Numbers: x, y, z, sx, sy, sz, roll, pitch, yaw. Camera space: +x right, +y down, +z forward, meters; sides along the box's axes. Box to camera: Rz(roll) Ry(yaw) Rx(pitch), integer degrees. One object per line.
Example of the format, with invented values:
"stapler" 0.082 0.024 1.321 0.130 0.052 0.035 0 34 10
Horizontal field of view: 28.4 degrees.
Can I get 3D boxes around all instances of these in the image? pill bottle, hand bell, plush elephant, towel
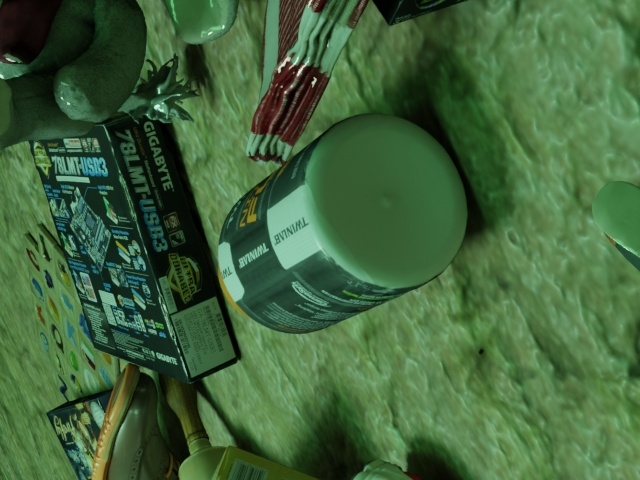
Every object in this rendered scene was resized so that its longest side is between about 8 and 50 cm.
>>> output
"pill bottle" 0.000 0.000 0.976 0.130 0.130 0.245 66 152 4
"hand bell" -0.145 0.222 1.449 0.126 0.126 0.242 103 148 -48
"plush elephant" -0.209 -0.232 1.076 0.272 0.330 0.255 38 117 41
"towel" 0.008 -0.223 0.782 0.329 0.037 0.237 120 157 -57

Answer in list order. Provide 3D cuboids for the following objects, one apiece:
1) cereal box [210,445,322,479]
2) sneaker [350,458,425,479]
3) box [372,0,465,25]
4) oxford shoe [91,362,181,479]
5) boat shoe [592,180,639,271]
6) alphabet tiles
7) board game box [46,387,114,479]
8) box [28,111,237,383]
"cereal box" -0.042 0.295 1.251 0.173 0.047 0.240 22 145 -4
"sneaker" 0.086 0.325 1.096 0.118 0.107 0.279 13 126 42
"box" 0.071 -0.178 0.771 0.052 0.083 0.062 59 151 17
"oxford shoe" -0.209 0.291 1.582 0.130 0.132 0.364 -79 -3 -46
"boat shoe" 0.210 0.018 0.715 0.137 0.049 0.043 48 -171 29
"alphabet tiles" -0.361 0.153 1.857 0.285 0.011 0.342 44 144 39
"board game box" -0.307 0.301 1.808 0.243 0.042 0.165 -24 92 59
"box" -0.224 -0.002 1.435 0.295 0.073 0.293 6 114 60
